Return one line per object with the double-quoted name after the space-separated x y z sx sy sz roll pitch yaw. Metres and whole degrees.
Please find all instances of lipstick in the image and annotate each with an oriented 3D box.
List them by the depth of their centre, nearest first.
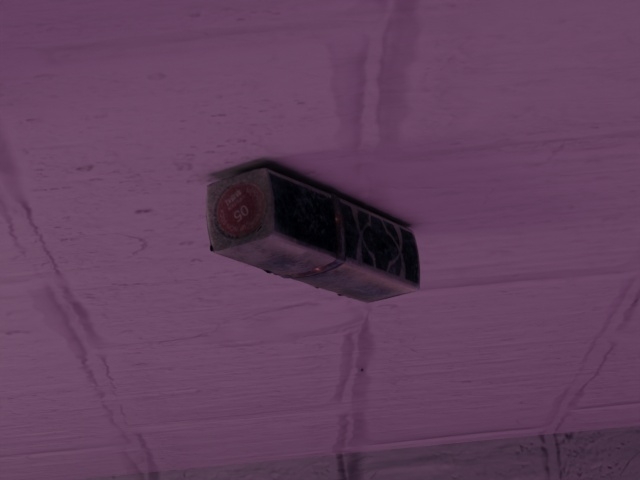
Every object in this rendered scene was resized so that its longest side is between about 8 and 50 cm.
0.000 0.000 1.732 0.076 0.077 0.290 -16 161 27 "lipstick"
